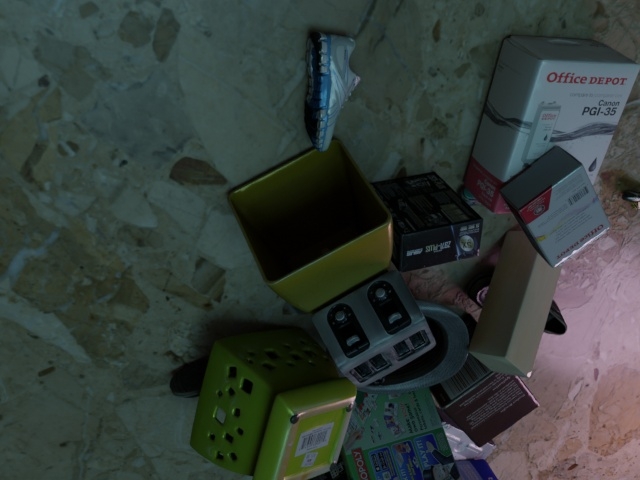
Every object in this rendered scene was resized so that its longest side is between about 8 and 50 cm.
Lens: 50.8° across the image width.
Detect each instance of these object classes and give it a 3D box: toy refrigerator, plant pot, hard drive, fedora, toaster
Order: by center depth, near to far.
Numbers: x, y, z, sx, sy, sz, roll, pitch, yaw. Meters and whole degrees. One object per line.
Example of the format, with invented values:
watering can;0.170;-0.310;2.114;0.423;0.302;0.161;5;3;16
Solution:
plant pot;0.000;0.000;1.120;0.212;0.212;0.187;-28;141;-2
toaster;0.093;0.154;1.143;0.168;0.110;0.186;-29;151;2
plant pot;-0.074;0.311;1.226;0.228;0.207;0.227;0;112;-46
toy refrigerator;0.387;0.121;1.331;0.102;0.094;0.270;38;67;-36
fedora;0.144;0.185;1.338;0.275;0.124;0.244;-14;125;2
hard drive;0.252;0.580;1.693;0.237;0.064;0.339;33;106;-35

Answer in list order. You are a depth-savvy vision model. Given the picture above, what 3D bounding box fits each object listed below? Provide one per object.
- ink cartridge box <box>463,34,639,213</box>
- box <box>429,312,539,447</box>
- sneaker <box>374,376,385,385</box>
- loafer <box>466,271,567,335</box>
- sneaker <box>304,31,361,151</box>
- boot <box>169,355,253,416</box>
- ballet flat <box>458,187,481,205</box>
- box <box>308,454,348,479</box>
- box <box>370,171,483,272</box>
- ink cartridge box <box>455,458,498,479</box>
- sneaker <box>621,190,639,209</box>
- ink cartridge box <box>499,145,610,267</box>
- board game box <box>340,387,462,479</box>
ink cartridge box;0.396;-0.199;1.182;0.207;0.117;0.283;-3;124;-19
box;0.335;0.306;1.471;0.168;0.167;0.203;-37;128;5
sneaker;0.102;0.227;1.243;0.038;0.069;0.098;-18;124;4
loafer;0.434;0.140;1.449;0.267;0.084;0.096;19;114;-31
sneaker;0.023;-0.228;1.050;0.082;0.071;0.191;-10;126;-22
boot;-0.186;0.319;1.345;0.189;0.076;0.209;-16;133;-11
ballet flat;0.312;-0.083;1.285;0.114;0.041;0.041;-3;123;-20
box;0.105;0.538;1.483;0.322;0.257;0.079;-37;131;5
box;0.170;-0.036;1.165;0.147;0.180;0.078;-12;125;-15
ink cartridge box;0.278;0.681;1.641;0.395;0.151;0.270;4;121;-26
sneaker;0.668;-0.081;1.424;0.083;0.031;0.035;5;121;-24
ink cartridge box;0.407;-0.054;1.165;0.127;0.072;0.175;-37;129;7
board game box;0.137;0.380;1.364;0.213;0.317;0.046;-12;156;-13
